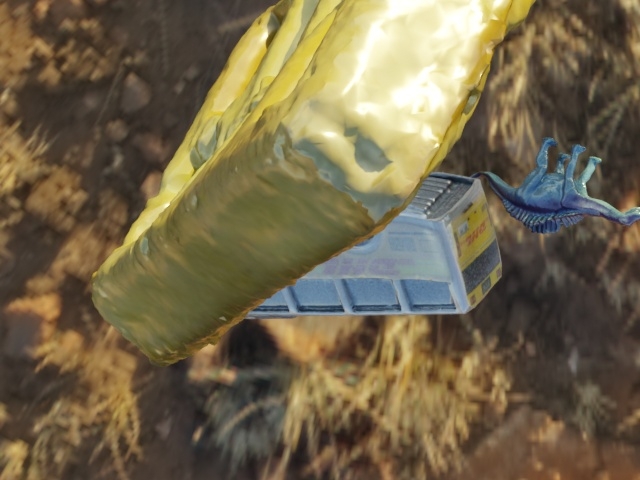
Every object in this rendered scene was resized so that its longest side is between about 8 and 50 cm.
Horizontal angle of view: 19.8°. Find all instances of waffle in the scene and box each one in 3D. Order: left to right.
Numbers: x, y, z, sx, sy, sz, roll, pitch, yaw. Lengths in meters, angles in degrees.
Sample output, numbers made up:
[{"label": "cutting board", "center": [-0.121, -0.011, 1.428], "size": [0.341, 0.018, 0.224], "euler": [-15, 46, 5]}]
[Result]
[{"label": "waffle", "center": [-0.001, -0.052, 0.685], "size": [0.057, 0.274, 0.168], "euler": [35, 66, -10]}]

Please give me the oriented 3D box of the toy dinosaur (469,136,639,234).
[{"label": "toy dinosaur", "center": [0.204, -0.046, 1.622], "size": [0.197, 0.045, 0.080], "euler": [11, 78, 41]}]

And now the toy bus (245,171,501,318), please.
[{"label": "toy bus", "center": [0.000, 0.000, 1.717], "size": [0.342, 0.097, 0.138], "euler": [-3, 118, 35]}]
